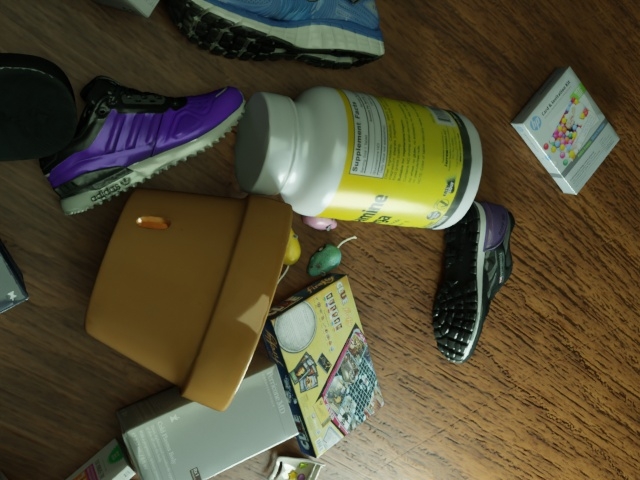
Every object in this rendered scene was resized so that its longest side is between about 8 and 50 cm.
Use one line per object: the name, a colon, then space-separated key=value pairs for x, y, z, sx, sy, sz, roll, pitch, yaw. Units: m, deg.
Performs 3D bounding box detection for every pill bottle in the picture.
pill bottle: x=0.053 y=-0.121 z=1.080 sx=0.334 sy=0.188 sz=0.187 roll=5 pitch=96 yaw=-25

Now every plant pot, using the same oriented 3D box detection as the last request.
plant pot: x=-0.179 y=0.057 z=0.967 sx=0.204 sy=0.291 sz=0.290 roll=19 pitch=90 yaw=-10

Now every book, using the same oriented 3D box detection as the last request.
book: x=-0.330 y=0.354 z=1.030 sx=0.144 sy=0.096 sz=0.035 roll=-42 pitch=112 yaw=-14

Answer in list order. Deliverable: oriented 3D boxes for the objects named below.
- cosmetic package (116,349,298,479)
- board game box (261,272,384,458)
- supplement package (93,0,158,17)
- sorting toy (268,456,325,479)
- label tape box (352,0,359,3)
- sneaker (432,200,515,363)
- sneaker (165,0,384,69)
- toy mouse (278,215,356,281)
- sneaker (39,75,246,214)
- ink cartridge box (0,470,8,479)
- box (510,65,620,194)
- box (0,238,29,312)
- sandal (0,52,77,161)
cosmetic package: x=-0.167 y=0.271 z=1.090 sx=0.238 sy=0.107 sz=0.127 roll=-23 pitch=104 yaw=-17
board game box: x=0.005 y=0.195 z=1.165 sx=0.165 sy=0.042 sz=0.243 roll=-28 pitch=109 yaw=-36
supplement package: x=-0.284 y=-0.400 z=0.858 sx=0.139 sy=0.134 sz=0.244 roll=-59 pitch=142 yaw=-7
sorting toy: x=-0.045 y=0.387 z=1.200 sx=0.075 sy=0.045 sz=0.083 roll=24 pitch=88 yaw=-19
label tape box: x=0.019 y=-0.533 z=0.993 sx=0.334 sy=0.106 sz=0.240 roll=45 pitch=52 yaw=-25
sneaker: x=0.282 y=0.075 z=1.267 sx=0.124 sy=0.107 sz=0.283 roll=5 pitch=96 yaw=-31
sneaker: x=-0.061 y=-0.337 z=1.043 sx=0.330 sy=0.130 sz=0.147 roll=0 pitch=87 yaw=-31
toy mouse: x=0.000 y=0.000 z=1.161 sx=0.143 sy=0.031 sz=0.161 roll=0 pitch=98 yaw=-25
sneaker: x=-0.243 y=-0.163 z=0.983 sx=0.293 sy=0.102 sz=0.146 roll=-32 pitch=109 yaw=-17
ink cartridge box: x=-0.511 y=0.441 z=0.917 sx=0.309 sy=0.272 sz=0.130 roll=-55 pitch=146 yaw=-7
box: x=0.448 y=-0.199 z=1.333 sx=0.186 sy=0.038 sz=0.145 roll=45 pitch=79 yaw=-23
box: x=-0.453 y=0.056 z=0.890 sx=0.156 sy=0.158 sz=0.093 roll=-30 pitch=109 yaw=-18
sandal: x=-0.502 y=-0.123 z=0.806 sx=0.446 sy=0.107 sz=0.167 roll=-10 pitch=135 yaw=-11
